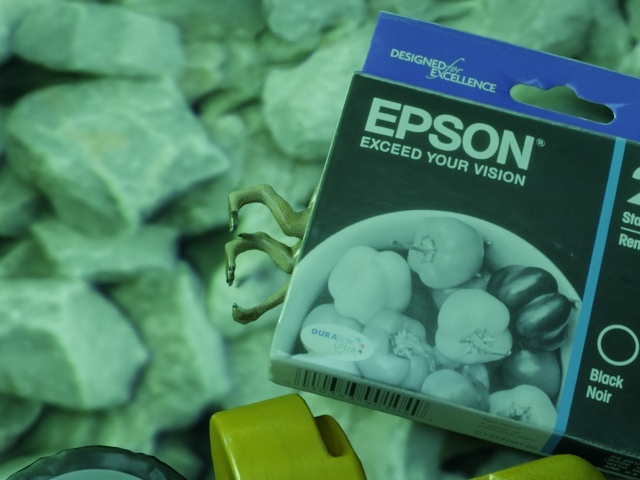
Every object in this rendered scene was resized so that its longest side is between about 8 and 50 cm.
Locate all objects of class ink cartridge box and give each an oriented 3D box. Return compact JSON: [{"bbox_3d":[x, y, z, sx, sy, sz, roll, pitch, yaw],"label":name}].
[{"bbox_3d":[0.101,-0.007,0.689,0.206,0.045,0.208,14,67,3],"label":"ink cartridge box"}]

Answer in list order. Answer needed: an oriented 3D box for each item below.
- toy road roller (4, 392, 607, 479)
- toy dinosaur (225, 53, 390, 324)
[{"bbox_3d":[0.018,0.213,0.540,0.241,0.202,0.329,-14,61,-9],"label":"toy road roller"},{"bbox_3d":[0.000,0.000,0.731,0.093,0.053,0.183,0,69,-8],"label":"toy dinosaur"}]
